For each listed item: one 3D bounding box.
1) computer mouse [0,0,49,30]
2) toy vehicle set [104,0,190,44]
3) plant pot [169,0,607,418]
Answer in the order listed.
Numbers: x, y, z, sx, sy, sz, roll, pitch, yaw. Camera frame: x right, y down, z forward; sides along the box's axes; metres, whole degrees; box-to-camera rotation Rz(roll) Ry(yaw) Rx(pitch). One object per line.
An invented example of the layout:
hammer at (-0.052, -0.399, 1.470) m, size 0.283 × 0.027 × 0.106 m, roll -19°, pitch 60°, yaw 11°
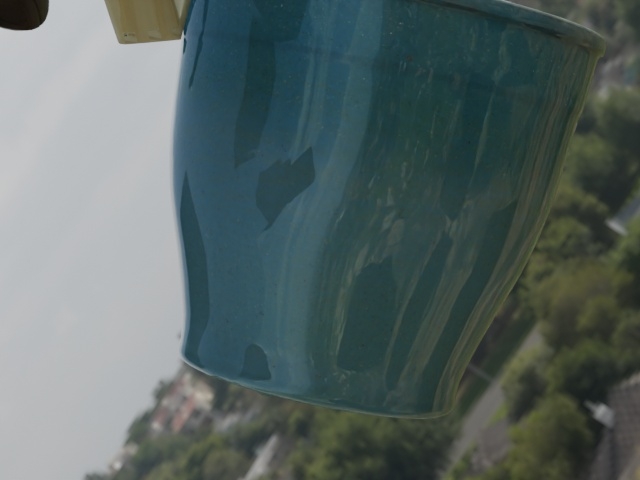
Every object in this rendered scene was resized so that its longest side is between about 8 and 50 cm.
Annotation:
computer mouse at (-0.304, -0.215, 1.203) m, size 0.060 × 0.262 × 0.184 m, roll -31°, pitch 49°, yaw 34°
toy vehicle set at (-0.096, -0.254, 0.873) m, size 0.267 × 0.035 × 0.166 m, roll -84°, pitch -15°, yaw -47°
plant pot at (0.022, -0.028, 0.996) m, size 0.271 × 0.271 × 0.255 m, roll -87°, pitch 9°, yaw -88°
